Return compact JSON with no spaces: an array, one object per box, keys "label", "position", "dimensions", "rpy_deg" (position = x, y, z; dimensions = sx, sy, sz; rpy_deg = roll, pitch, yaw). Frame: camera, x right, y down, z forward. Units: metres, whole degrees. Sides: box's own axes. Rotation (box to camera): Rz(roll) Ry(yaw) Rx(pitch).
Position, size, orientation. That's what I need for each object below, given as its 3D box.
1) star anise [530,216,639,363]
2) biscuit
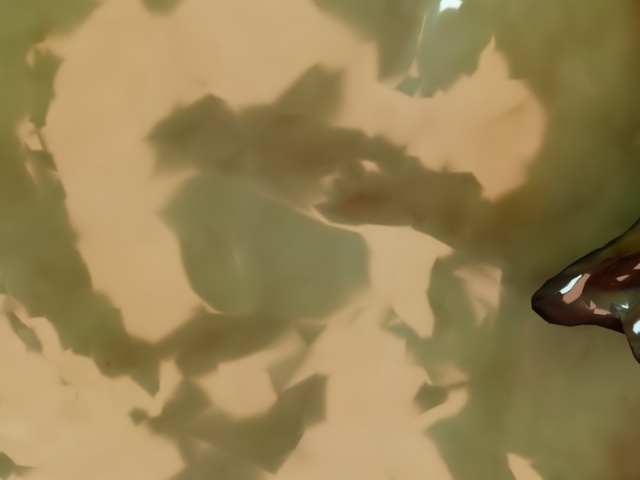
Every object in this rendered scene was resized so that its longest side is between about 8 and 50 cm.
[{"label":"star anise","position":[0.204,-0.050,0.375],"dimensions":[0.315,0.108,0.315],"rpy_deg":[1,71,-4]},{"label":"biscuit","position":[0.000,0.000,0.439],"dimensions":[0.429,0.104,0.446],"rpy_deg":[16,88,-10]}]
